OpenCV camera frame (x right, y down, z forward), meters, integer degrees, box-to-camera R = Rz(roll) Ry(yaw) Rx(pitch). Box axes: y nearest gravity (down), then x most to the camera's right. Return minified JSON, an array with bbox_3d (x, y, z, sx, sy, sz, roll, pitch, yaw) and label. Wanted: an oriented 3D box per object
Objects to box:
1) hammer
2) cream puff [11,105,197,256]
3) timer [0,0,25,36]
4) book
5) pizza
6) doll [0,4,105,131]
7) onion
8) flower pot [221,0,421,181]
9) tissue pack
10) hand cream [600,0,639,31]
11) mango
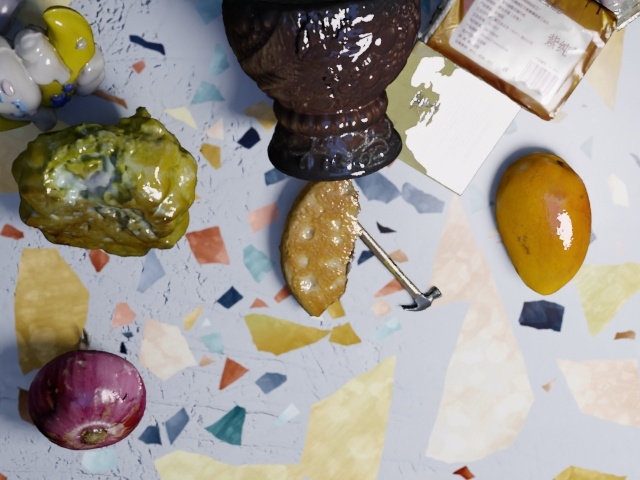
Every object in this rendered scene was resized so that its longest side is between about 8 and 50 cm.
[{"bbox_3d":[0.106,0.040,1.974,0.062,0.017,0.182,-41,105,10],"label":"hammer"},{"bbox_3d":[-0.297,-0.099,1.809,0.282,0.185,0.282,7,153,3],"label":"cream puff"},{"bbox_3d":[-0.477,-0.331,1.770,0.136,0.099,0.136,0,99,1],"label":"timer"},{"bbox_3d":[0.175,-0.179,1.903,0.192,0.013,0.168,31,105,-13],"label":"book"},{"bbox_3d":[0.001,-0.001,1.929,0.127,0.058,0.246,0,113,3],"label":"pizza"},{"bbox_3d":[-0.410,-0.222,1.749,0.237,0.252,0.111,-26,73,-1],"label":"doll"},{"bbox_3d":[-0.352,0.239,1.946,0.177,0.153,0.177,-9,118,-17],"label":"onion"},{"bbox_3d":[0.011,-0.238,1.756,0.267,0.266,0.267,-7,121,-1],"label":"flower pot"},{"bbox_3d":[0.279,-0.300,1.825,0.226,0.092,0.183,30,102,-11],"label":"tissue pack"},{"bbox_3d":[0.416,-0.370,1.845,0.061,0.039,0.143,-34,116,9],"label":"hand cream"},{"bbox_3d":[0.333,-0.019,1.922,0.141,0.102,0.217,-2,107,4],"label":"mango"}]
